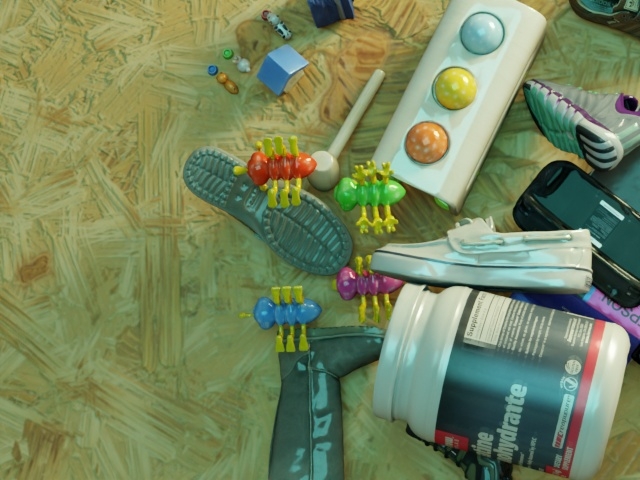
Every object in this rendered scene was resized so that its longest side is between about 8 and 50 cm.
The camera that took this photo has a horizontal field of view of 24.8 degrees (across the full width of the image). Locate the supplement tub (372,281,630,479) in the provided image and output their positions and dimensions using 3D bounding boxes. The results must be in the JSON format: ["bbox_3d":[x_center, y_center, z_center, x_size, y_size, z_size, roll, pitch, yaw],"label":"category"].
[{"bbox_3d":[0.214,0.162,1.718,0.272,0.191,0.191,13,84,12],"label":"supplement tub"}]

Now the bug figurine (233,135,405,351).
[{"bbox_3d":[0.000,0.000,1.847,0.216,0.072,0.279,0,103,6],"label":"bug figurine"}]

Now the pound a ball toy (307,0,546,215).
[{"bbox_3d":[0.132,-0.181,1.887,0.208,0.136,0.319,26,86,12],"label":"pound a ball toy"}]

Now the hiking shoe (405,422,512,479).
[{"bbox_3d":[0.171,0.247,1.849,0.114,0.086,0.227,-19,70,15],"label":"hiking shoe"}]

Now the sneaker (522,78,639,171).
[{"bbox_3d":[0.343,-0.158,1.840,0.098,0.083,0.224,-27,34,-8],"label":"sneaker"}]

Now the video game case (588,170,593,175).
[{"bbox_3d":[0.448,0.009,1.862,0.196,0.026,0.274,-32,77,3],"label":"video game case"}]

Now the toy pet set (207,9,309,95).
[{"bbox_3d":[-0.082,-0.246,1.968,0.114,0.065,0.122,43,90,13],"label":"toy pet set"}]

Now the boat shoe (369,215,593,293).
[{"bbox_3d":[0.194,0.013,1.756,0.267,0.096,0.088,3,82,16],"label":"boat shoe"}]

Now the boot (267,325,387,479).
[{"bbox_3d":[0.019,0.218,1.874,0.189,0.076,0.209,-6,73,23],"label":"boot"}]

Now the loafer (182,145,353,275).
[{"bbox_3d":[-0.065,-0.046,1.924,0.251,0.087,0.094,36,96,-5],"label":"loafer"}]

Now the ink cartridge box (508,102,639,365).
[{"bbox_3d":[0.389,0.001,1.832,0.175,0.069,0.371,35,90,13],"label":"ink cartridge box"}]

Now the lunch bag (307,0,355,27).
[{"bbox_3d":[0.014,-0.335,1.949,0.065,0.098,0.067,-14,74,4],"label":"lunch bag"}]

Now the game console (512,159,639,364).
[{"bbox_3d":[0.407,0.029,1.771,0.361,0.044,0.213,39,88,12],"label":"game console"}]

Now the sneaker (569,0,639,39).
[{"bbox_3d":[0.411,-0.294,1.882,0.188,0.071,0.066,14,94,19],"label":"sneaker"}]
